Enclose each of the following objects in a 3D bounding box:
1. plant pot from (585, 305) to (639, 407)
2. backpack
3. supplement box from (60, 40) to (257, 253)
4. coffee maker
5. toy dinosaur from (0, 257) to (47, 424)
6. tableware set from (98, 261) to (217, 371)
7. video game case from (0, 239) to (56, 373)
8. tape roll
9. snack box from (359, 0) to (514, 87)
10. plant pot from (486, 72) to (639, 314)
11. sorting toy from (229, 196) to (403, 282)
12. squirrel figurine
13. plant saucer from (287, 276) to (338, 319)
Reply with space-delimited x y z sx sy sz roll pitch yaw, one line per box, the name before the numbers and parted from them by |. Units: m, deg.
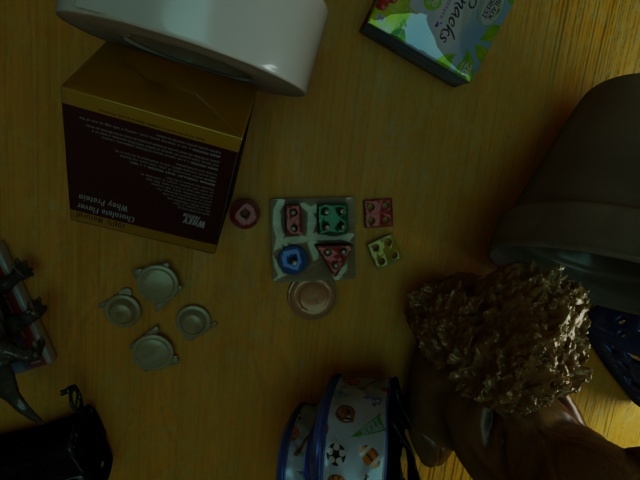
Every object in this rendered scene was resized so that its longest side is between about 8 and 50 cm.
plant pot | 0.627 0.180 0.763 0.236 0.212 0.236 -39 103 3
backpack | 0.046 0.341 0.719 0.213 0.276 0.263 8 98 5
supplement box | -0.201 -0.111 0.600 0.192 0.129 0.194 14 132 -10
coffee maker | -0.442 0.329 0.727 0.179 0.120 0.171 -14 80 -5
toy dinosaur | -0.479 0.122 0.656 0.161 0.121 0.313 -23 109 11
tableware set | -0.260 0.122 0.741 0.141 0.020 0.168 -32 105 3
video game case | -0.579 0.135 0.702 0.286 0.025 0.203 -17 103 -3
tape roll | -0.139 -0.256 0.538 0.287 0.286 0.100 15 100 -10
snack box | 0.181 -0.356 0.666 0.175 0.070 0.207 26 99 -11
plant pot | 0.436 -0.065 0.660 0.324 0.323 0.280 21 83 -11
sorting toy | 0.000 0.000 0.725 0.275 0.046 0.132 -2 97 -8
squirrel figurine | 0.270 0.229 0.647 0.281 0.370 0.396 -21 104 -2
plant saucer | -0.012 0.092 0.767 0.084 0.013 0.083 -1 103 -7
